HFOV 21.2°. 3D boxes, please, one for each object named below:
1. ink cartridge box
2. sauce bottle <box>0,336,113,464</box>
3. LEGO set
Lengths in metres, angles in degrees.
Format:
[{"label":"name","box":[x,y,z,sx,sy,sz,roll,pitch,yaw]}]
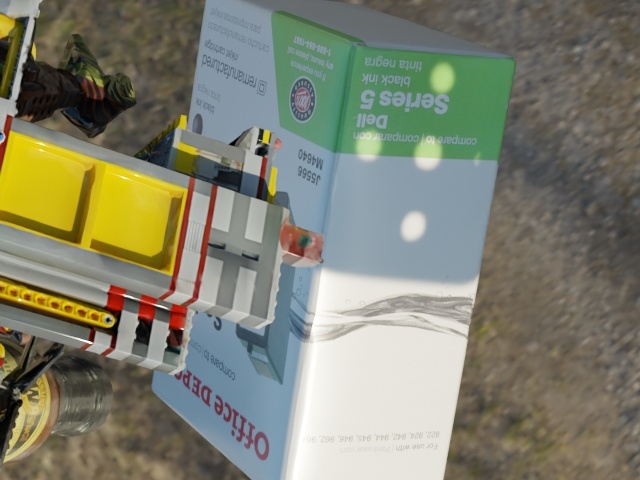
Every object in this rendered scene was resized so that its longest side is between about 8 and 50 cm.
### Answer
[{"label":"ink cartridge box","box":[0.000,0.000,1.038,0.198,0.115,0.272,30,115,58]},{"label":"sauce bottle","box":[-0.279,0.125,1.331,0.111,0.344,0.111,-1,89,24]},{"label":"LEGO set","box":[-0.117,-0.044,0.751,0.331,0.192,0.255,-40,38,51]}]
